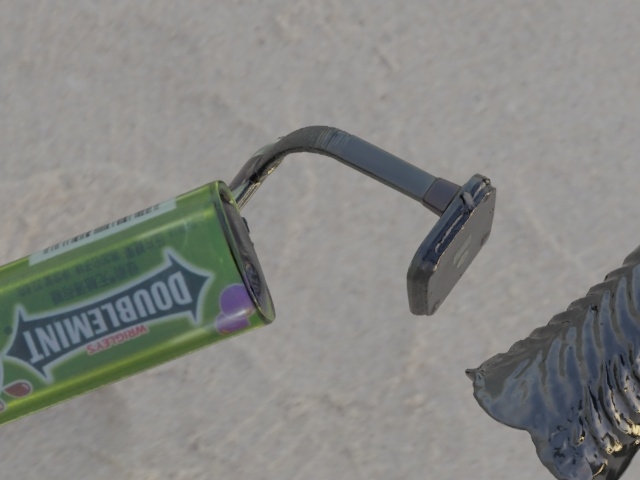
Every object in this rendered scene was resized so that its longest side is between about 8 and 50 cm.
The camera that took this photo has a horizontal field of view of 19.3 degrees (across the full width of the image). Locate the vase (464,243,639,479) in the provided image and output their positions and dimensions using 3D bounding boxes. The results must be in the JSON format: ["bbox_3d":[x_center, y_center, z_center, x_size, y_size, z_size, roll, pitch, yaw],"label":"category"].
[{"bbox_3d":[0.198,0.025,1.052,0.115,0.115,0.237,38,101,-12],"label":"vase"}]

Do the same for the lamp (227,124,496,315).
[{"bbox_3d":[-0.004,-0.005,1.650,0.203,0.283,0.124,-55,147,-22],"label":"lamp"}]

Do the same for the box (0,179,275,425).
[{"bbox_3d":[-0.217,0.068,1.605,0.346,0.097,0.134,-20,90,6],"label":"box"}]
